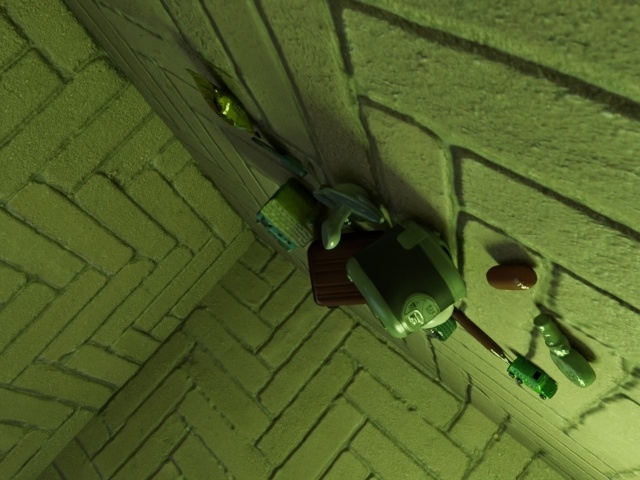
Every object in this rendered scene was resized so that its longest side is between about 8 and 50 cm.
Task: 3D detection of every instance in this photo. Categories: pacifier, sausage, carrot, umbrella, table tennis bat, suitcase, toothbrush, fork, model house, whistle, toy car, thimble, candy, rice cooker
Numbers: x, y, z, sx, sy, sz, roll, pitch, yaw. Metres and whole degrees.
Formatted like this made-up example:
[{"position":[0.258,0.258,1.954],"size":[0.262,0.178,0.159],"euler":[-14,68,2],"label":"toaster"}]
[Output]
[{"position":[0.069,-0.064,1.553],"size":[0.227,0.207,0.279],"euler":[33,172,-14],"label":"pacifier"},{"position":[0.444,0.086,1.183],"size":[0.062,0.062,0.154],"euler":[42,171,-4],"label":"sausage"},{"position":[0.001,0.000,1.798],"size":[0.070,0.342,0.070],"euler":[5,170,1],"label":"carrot"},{"position":[0.060,-0.127,1.783],"size":[0.050,0.046,0.188],"euler":[-3,138,40],"label":"umbrella"},{"position":[-0.144,-0.299,1.781],"size":[0.237,0.038,0.149],"euler":[35,-174,13],"label":"table tennis bat"},{"position":[0.114,0.093,1.651],"size":[0.161,0.297,0.236],"euler":[-33,-63,-72],"label":"suitcase"},{"position":[0.611,0.377,1.834],"size":[0.364,0.041,0.041],"euler":[42,170,-1],"label":"toothbrush"},{"position":[-0.026,-0.216,1.763],"size":[0.034,0.028,0.219],"euler":[32,166,30],"label":"fork"},{"position":[-0.099,-0.106,2.022],"size":[0.237,0.215,0.303],"euler":[44,164,-8],"label":"model house"},{"position":[0.639,0.291,1.317],"size":[0.258,0.067,0.126],"euler":[50,180,-17],"label":"whistle"},{"position":[0.722,0.465,1.713],"size":[0.165,0.071,0.062],"euler":[36,154,31],"label":"toy car"},{"position":[0.472,0.332,2.010],"size":[0.135,0.090,0.118],"euler":[49,167,-32],"label":"thimble"},{"position":[-0.323,-0.459,1.697],"size":[0.187,0.081,0.297],"euler":[38,174,29],"label":"candy"},{"position":[0.243,0.102,1.402],"size":[0.288,0.277,0.288],"euler":[56,180,0],"label":"rice cooker"}]

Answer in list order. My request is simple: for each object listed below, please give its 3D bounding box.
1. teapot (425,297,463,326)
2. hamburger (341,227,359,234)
[{"position":[0.329,0.201,1.726],"size":[0.299,0.208,0.166],"euler":[22,131,27],"label":"teapot"},{"position":[0.081,0.094,1.929],"size":[0.176,0.300,0.300],"euler":[21,164,15],"label":"hamburger"}]
